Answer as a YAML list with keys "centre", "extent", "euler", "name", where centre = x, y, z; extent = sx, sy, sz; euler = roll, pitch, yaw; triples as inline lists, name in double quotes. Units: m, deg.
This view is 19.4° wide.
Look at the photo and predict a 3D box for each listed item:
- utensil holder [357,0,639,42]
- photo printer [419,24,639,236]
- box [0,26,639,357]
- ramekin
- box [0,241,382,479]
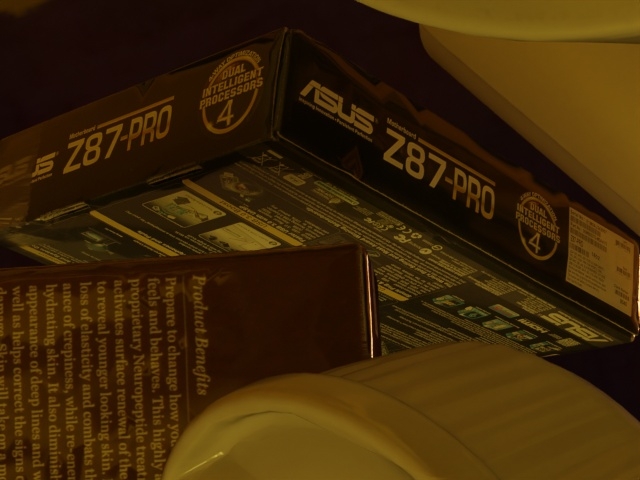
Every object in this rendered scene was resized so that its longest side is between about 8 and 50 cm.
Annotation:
- centre: [0.132, -0.225, 0.640]
  extent: [0.385, 0.328, 0.327]
  euler: [-16, -91, -63]
  name: "utensil holder"
- centre: [0.230, -0.105, 0.918]
  extent: [0.307, 0.256, 0.107]
  euler: [45, -167, 28]
  name: "photo printer"
- centre: [0.000, 0.000, 1.405]
  extent: [0.395, 0.318, 0.097]
  euler: [26, -121, -38]
  name: "box"
- centre: [0.059, 0.166, 0.791]
  extent: [0.127, 0.273, 0.272]
  euler: [-24, -81, -36]
  name: "ramekin"
- centre: [-0.152, 0.115, 1.080]
  extent: [0.143, 0.381, 0.191]
  euler: [58, -150, -77]
  name: "box"
